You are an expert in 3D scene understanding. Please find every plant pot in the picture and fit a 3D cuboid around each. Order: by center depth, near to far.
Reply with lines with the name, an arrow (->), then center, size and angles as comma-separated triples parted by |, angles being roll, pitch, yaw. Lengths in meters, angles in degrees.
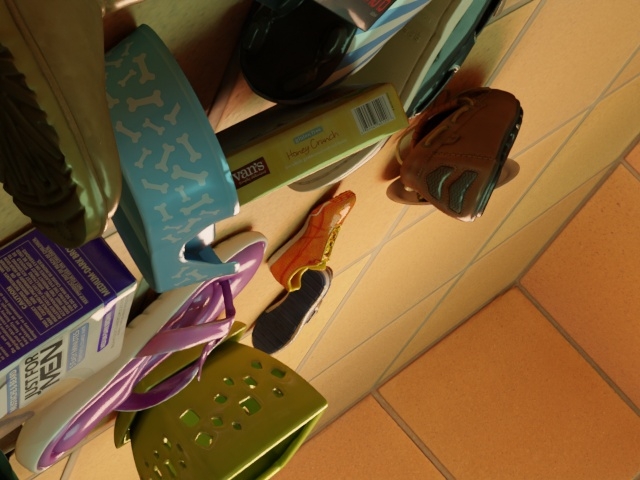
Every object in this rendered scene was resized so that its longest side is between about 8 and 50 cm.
plant pot -> -0.159, 0.261, 1.881 | 0.227, 0.207, 0.228 | -32, 164, -36

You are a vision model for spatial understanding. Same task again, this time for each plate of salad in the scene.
plate of salad -> 0.192, -0.098, 1.927 | 0.200, 0.048, 0.200 | -13, -161, 5

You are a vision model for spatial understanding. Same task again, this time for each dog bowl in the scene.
dog bowl -> -0.137, -0.053, 1.076 | 0.074, 0.166, 0.297 | -27, 164, -12

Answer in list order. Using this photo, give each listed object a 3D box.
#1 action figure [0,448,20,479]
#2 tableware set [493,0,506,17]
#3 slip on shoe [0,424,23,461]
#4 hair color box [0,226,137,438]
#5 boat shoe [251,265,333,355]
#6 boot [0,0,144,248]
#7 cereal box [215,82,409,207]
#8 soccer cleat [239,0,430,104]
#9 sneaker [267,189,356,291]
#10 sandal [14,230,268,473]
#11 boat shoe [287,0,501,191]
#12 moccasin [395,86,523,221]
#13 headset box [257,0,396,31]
action figure -> -0.341, 0.261, 1.308 | 0.137, 0.232, 0.063 | -45, 166, 7
tableware set -> 0.169, -0.290, 1.444 | 0.128, 0.039, 0.194 | -33, 164, -25
slip on shoe -> -0.393, 0.262, 1.574 | 0.135, 0.041, 0.051 | -49, 165, 25
hair color box -> -0.334, 0.127, 1.181 | 0.339, 0.110, 0.185 | -34, 165, -26
boat shoe -> -0.037, 0.112, 2.065 | 0.183, 0.066, 0.066 | -48, 167, 24
boot -> -0.087, -0.154, 0.766 | 0.269, 0.236, 0.089 | -30, -164, -34
cereal box -> -0.037, -0.089, 1.184 | 0.173, 0.047, 0.240 | -26, -169, -10
soccer cleat -> 0.059, -0.249, 1.146 | 0.331, 0.116, 0.143 | -41, 179, 12
sneaker -> 0.000, 0.000, 1.817 | 0.175, 0.067, 0.064 | -51, 163, 27
sandal -> -0.193, 0.149, 1.597 | 0.416, 0.102, 0.169 | -43, 169, -28
boat shoe -> 0.081, -0.183, 1.342 | 0.113, 0.127, 0.340 | 1, 127, -54
moccasin -> 0.181, -0.132, 1.768 | 0.380, 0.147, 0.139 | -56, 169, -60
headset box -> 0.049, -0.286, 0.955 | 0.293, 0.110, 0.218 | -45, 166, 12
